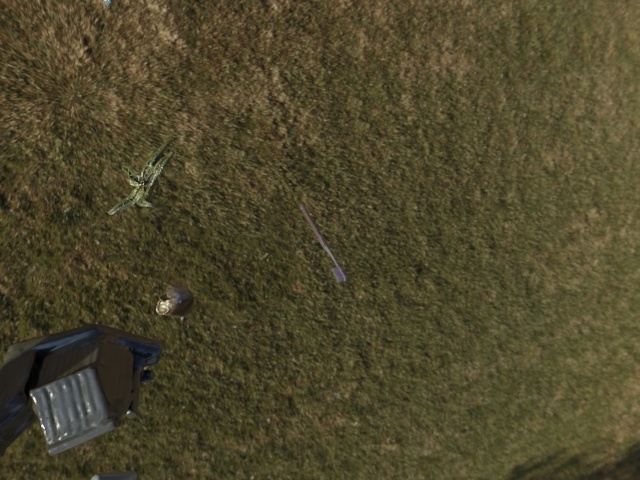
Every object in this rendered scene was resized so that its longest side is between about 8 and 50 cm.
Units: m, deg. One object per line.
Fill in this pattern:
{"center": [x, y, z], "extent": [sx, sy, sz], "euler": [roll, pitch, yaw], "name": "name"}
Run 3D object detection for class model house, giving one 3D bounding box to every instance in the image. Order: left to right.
{"center": [-0.347, 0.210, 0.634], "extent": [0.229, 0.188, 0.123], "euler": [-13, 121, -6], "name": "model house"}

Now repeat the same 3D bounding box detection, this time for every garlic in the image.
{"center": [-0.347, 0.145, 1.114], "extent": [0.084, 0.152, 0.066], "euler": [-43, 78, -5], "name": "garlic"}

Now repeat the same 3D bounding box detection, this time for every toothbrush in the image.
{"center": [0.000, 0.000, 0.417], "extent": [0.008, 0.097, 0.006], "euler": [-17, 143, -17], "name": "toothbrush"}

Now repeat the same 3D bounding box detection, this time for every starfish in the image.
{"center": [-0.432, -0.144, 1.112], "extent": [0.223, 0.217, 0.050], "euler": [-46, 147, -5], "name": "starfish"}

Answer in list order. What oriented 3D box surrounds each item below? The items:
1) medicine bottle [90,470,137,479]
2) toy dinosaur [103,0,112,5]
{"center": [-0.260, 0.385, 0.557], "extent": [0.069, 0.183, 0.119], "euler": [10, 107, -23], "name": "medicine bottle"}
{"center": [-0.297, -0.436, 0.646], "extent": [0.044, 0.106, 0.188], "euler": [-29, 130, -37], "name": "toy dinosaur"}
